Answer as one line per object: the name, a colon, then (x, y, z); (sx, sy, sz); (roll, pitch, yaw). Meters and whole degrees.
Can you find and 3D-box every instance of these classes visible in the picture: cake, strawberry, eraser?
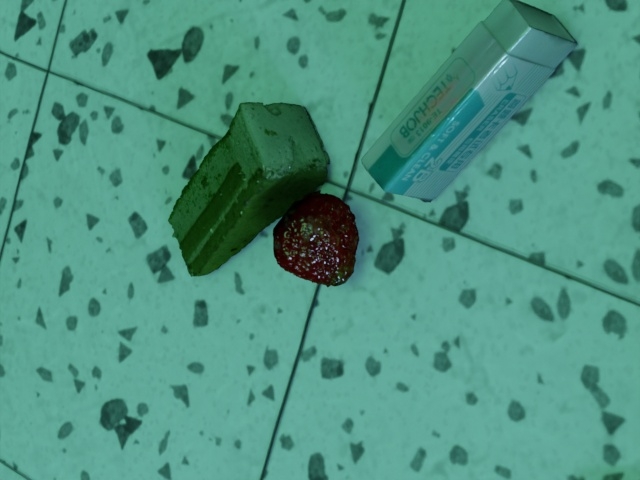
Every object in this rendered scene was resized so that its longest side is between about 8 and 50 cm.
cake: (-0.108, -0.052, 1.608); (0.235, 0.099, 0.100); (-38, 65, 30)
strawberry: (-0.001, 0.001, 1.533); (0.106, 0.106, 0.106); (-2, 87, 36)
eraser: (0.145, -0.134, 1.426); (0.225, 0.095, 0.052); (-48, 59, 25)
